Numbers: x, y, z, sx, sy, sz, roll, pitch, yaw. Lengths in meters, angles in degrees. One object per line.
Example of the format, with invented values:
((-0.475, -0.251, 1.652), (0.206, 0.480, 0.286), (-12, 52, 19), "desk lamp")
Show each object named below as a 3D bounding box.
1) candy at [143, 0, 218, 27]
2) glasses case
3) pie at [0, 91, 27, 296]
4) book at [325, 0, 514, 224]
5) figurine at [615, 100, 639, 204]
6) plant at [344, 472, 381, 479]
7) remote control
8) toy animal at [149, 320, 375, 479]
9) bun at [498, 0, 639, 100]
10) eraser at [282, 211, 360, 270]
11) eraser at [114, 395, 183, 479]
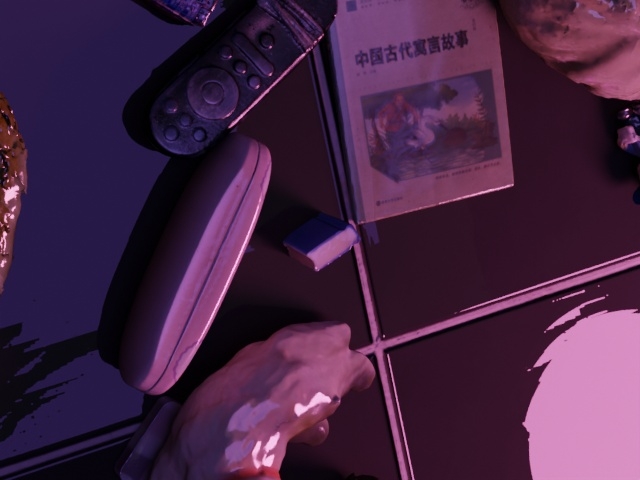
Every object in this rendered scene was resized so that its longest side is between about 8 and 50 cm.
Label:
((-0.234, -0.332, 1.469), (0.312, 0.061, 0.088), (32, 88, -22), "candy")
((-0.136, 0.024, 1.538), (0.075, 0.113, 0.297), (26, 89, -25), "glasses case")
((-0.448, -0.076, 1.420), (0.371, 0.078, 0.296), (38, 83, -22), "pie")
((0.114, -0.175, 1.653), (0.214, 0.025, 0.283), (-15, 105, -17), "book")
((0.412, -0.107, 1.767), (0.079, 0.077, 0.136), (-18, 90, -53), "figurine")
((0.084, 0.371, 1.673), (0.142, 0.131, 0.203), (-38, 101, -13), "plant")
((-0.087, -0.189, 1.553), (0.266, 0.066, 0.090), (-45, 103, -14), "remote control")
((-0.037, 0.237, 1.571), (0.307, 0.188, 0.266), (-17, 106, -24), "toy animal")
((0.365, -0.343, 1.621), (0.365, 0.219, 0.365), (-4, 100, -25), "bun")
((0.000, 0.000, 1.603), (0.063, 0.084, 0.027), (-36, 110, -12), "eraser")
((-0.178, 0.232, 1.604), (0.065, 0.026, 0.105), (37, 84, -25), "eraser")
